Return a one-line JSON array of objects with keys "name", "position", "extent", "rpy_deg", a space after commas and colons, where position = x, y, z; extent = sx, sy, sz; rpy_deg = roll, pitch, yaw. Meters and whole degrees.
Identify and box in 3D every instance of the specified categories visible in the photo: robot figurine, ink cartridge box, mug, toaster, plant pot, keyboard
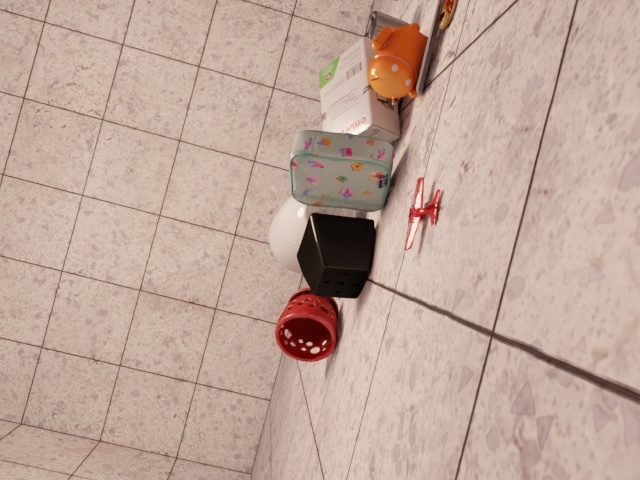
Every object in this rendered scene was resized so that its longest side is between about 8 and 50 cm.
[{"name": "robot figurine", "position": [0.200, -0.450, 1.385], "extent": [0.220, 0.128, 0.158], "rpy_deg": [-62, -19, -24]}, {"name": "ink cartridge box", "position": [0.108, -0.399, 1.587], "extent": [0.211, 0.121, 0.289], "rpy_deg": [-23, 63, 46]}, {"name": "mug", "position": [0.000, 0.000, 1.845], "extent": [0.328, 0.276, 0.374], "rpy_deg": [142, 113, -70]}, {"name": "toaster", "position": [0.214, -0.638, 1.749], "extent": [0.227, 0.146, 0.129], "rpy_deg": [-81, 7, -51]}, {"name": "plant pot", "position": [0.047, 0.055, 1.503], "extent": [0.188, 0.188, 0.167], "rpy_deg": [110, 161, -44]}, {"name": "keyboard", "position": [0.268, -0.485, 1.333], "extent": [0.072, 0.014, 0.256], "rpy_deg": [4, -80, -72]}, {"name": "plant pot", "position": [-0.037, 0.256, 1.716], "extent": [0.174, 0.191, 0.191], "rpy_deg": [-79, 6, -59]}]

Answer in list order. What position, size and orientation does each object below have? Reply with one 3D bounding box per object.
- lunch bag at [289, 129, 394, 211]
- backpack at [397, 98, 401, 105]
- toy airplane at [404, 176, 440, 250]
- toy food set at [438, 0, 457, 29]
[{"name": "lunch bag", "position": [0.058, -0.173, 1.451], "extent": [0.224, 0.279, 0.108], "rpy_deg": [94, -174, -53]}, {"name": "backpack", "position": [0.203, -0.436, 1.664], "extent": [0.114, 0.084, 0.105], "rpy_deg": [-87, 9, -49]}, {"name": "toy airplane", "position": [0.192, -0.056, 1.030], "extent": [0.151, 0.028, 0.151], "rpy_deg": [-167, 90, -84]}, {"name": "toy food set", "position": [0.298, -0.539, 1.284], "extent": [0.083, 0.020, 0.083], "rpy_deg": [-87, 12, -65]}]
